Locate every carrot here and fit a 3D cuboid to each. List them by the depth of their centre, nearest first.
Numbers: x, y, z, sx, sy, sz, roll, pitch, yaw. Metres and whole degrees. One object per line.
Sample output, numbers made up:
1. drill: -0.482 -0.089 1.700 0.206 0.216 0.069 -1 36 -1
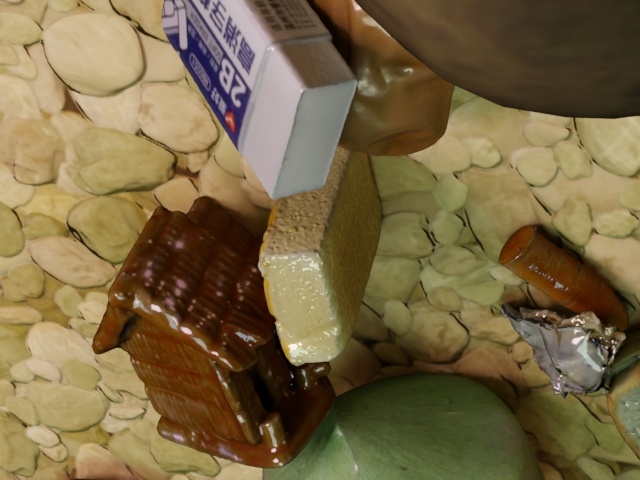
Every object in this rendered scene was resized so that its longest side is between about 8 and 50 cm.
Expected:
1. carrot: 0.229 0.039 1.692 0.139 0.048 0.048 34 133 -16

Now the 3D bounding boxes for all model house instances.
1. model house: -0.100 0.066 1.705 0.219 0.199 0.229 2 131 35

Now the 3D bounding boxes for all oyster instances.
1. oyster: 0.226 0.101 1.705 0.108 0.053 0.165 67 163 -15

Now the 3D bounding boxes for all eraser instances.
1. eraser: -0.052 -0.150 1.502 0.068 0.210 0.124 -11 141 -29

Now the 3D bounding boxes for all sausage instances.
1. sausage: 0.055 -0.169 1.502 0.136 0.120 0.241 10 134 -7

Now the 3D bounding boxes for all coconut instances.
1. coconut: 0.080 0.271 1.800 0.328 0.281 0.328 44 164 16

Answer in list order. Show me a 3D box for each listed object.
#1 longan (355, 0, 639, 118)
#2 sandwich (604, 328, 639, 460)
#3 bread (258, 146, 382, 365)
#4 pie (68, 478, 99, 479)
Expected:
1. longan: 0.168 -0.279 1.182 0.404 0.404 0.436 -15 149 30
2. sandwich: 0.406 0.176 1.724 0.249 0.095 0.273 -11 128 31
3. bread: 0.000 0.001 1.632 0.068 0.188 0.125 -1 131 17
4. pie: -0.235 0.327 2.096 0.193 0.079 0.163 -24 117 34
